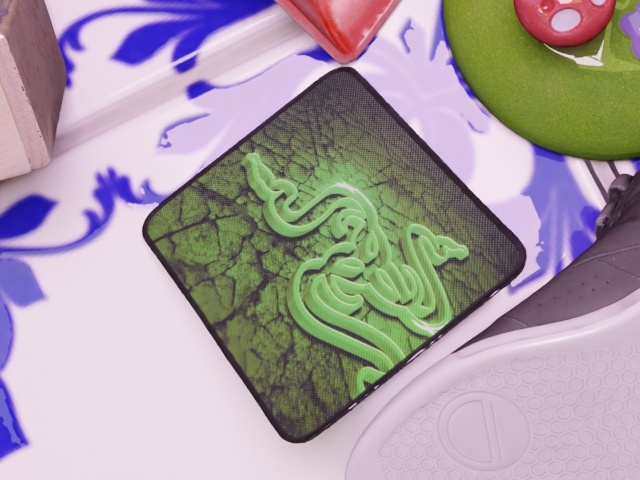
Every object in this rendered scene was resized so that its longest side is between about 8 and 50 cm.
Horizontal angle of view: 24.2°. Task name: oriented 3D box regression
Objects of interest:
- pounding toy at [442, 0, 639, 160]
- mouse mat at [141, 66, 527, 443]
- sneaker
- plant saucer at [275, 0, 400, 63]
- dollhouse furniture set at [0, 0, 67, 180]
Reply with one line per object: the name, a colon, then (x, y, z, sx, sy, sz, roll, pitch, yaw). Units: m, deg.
pounding toy: (0.181, -0.128, 0.778, 0.237, 0.110, 0.183, 23, 87, 6)
mouse mat: (0.000, 0.000, 0.778, 0.153, 0.007, 0.189, -39, 51, -1)
sneaker: (0.144, 0.042, 0.743, 0.296, 0.147, 0.104, -35, 104, 18)
plant saucer: (0.012, -0.260, 0.758, 0.048, 0.258, 0.259, 35, 88, 41)
dollhouse furniture set: (-0.307, -0.204, 0.704, 0.257, 0.362, 0.394, -16, 114, 0)
